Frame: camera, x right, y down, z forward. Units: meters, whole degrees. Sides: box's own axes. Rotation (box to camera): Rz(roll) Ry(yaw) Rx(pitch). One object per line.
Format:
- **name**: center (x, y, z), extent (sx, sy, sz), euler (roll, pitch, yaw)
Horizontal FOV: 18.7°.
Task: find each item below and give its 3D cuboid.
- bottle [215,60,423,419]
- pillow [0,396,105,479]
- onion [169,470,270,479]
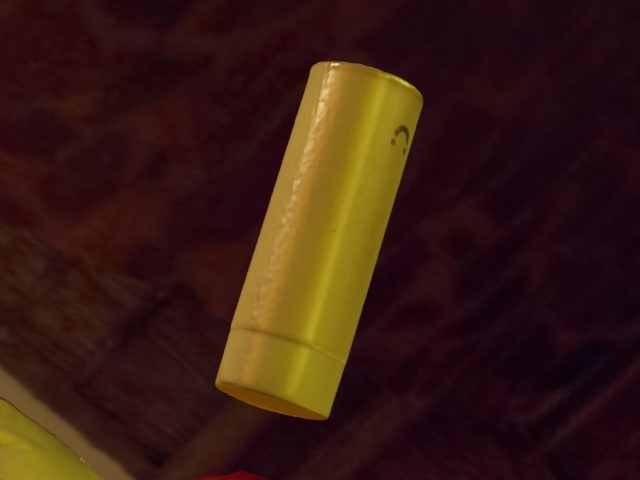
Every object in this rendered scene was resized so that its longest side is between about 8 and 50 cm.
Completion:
- **bottle**: center (0.000, 0.000, 1.139), extent (0.072, 0.072, 0.201), euler (11, -103, 23)
- **pillow**: center (-0.108, 0.255, 1.042), extent (0.119, 0.312, 0.310), euler (-29, -130, 12)
- **onion**: center (-0.040, 0.165, 0.669), extent (0.150, 0.140, 0.150), euler (18, -50, 23)
